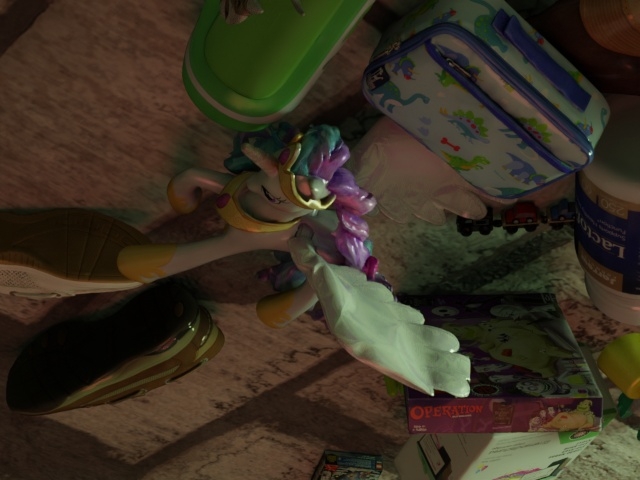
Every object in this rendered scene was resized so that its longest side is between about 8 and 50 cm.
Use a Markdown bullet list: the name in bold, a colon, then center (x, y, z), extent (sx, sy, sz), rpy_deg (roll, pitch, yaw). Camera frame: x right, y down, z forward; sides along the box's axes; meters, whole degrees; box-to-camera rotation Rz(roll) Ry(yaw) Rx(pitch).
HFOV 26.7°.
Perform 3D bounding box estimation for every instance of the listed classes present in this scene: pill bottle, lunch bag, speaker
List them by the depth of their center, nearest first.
- **speaker**: center (-0.021, -0.228, 1.227), extent (0.131, 0.131, 0.296), rpy_deg (17, 140, -22)
- **lunch bag**: center (0.161, -0.142, 1.309), extent (0.219, 0.090, 0.176), rpy_deg (39, 149, -20)
- **pill bottle**: center (0.354, -0.029, 1.469), extent (0.153, 0.153, 0.265), rpy_deg (-5, 143, 7)

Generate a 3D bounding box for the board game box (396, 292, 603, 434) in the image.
- **board game box**: center (0.196, 0.135, 1.569), extent (0.208, 0.347, 0.056), rpy_deg (-5, 106, 2)

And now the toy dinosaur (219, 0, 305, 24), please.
- **toy dinosaur**: center (-0.092, -0.334, 1.078), extent (0.160, 0.121, 0.314), rpy_deg (0, 111, 33)

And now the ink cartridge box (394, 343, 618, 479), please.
- **ink cartridge box**: center (0.249, 0.272, 1.859), extent (0.201, 0.117, 0.278), rpy_deg (-7, 147, -24)

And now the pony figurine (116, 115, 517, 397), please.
- **pony figurine**: center (0.000, 0.000, 1.442), extent (0.351, 0.303, 0.363), rpy_deg (22, 156, -26)

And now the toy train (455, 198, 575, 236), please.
- **toy train**: center (0.238, -0.029, 1.578), extent (0.158, 0.027, 0.036), rpy_deg (-4, 132, 6)

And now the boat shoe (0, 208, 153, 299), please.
- **boat shoe**: center (-0.326, 0.024, 1.596), extent (0.277, 0.098, 0.096), rpy_deg (7, 144, 6)

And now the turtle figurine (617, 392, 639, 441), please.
- **turtle figurine**: center (0.547, 0.265, 1.903), extent (0.234, 0.118, 0.175), rpy_deg (16, -179, -17)

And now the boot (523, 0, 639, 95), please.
- **boot**: center (0.305, -0.178, 1.342), extent (0.248, 0.090, 0.207), rpy_deg (28, 154, -38)

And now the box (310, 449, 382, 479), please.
- **box**: center (0.036, 0.377, 2.119), extent (0.094, 0.027, 0.137), rpy_deg (8, 143, -9)

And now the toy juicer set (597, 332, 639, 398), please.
- **toy juicer set**: center (0.520, 0.106, 1.723), extent (0.329, 0.089, 0.209), rpy_deg (4, 129, -34)

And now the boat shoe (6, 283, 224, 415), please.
- **boat shoe**: center (-0.267, 0.167, 1.763), extent (0.324, 0.123, 0.120), rpy_deg (-21, 142, 27)

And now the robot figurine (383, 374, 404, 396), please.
- **robot figurine**: center (0.134, 0.175, 1.814), extent (0.101, 0.067, 0.115), rpy_deg (-11, 144, 0)
